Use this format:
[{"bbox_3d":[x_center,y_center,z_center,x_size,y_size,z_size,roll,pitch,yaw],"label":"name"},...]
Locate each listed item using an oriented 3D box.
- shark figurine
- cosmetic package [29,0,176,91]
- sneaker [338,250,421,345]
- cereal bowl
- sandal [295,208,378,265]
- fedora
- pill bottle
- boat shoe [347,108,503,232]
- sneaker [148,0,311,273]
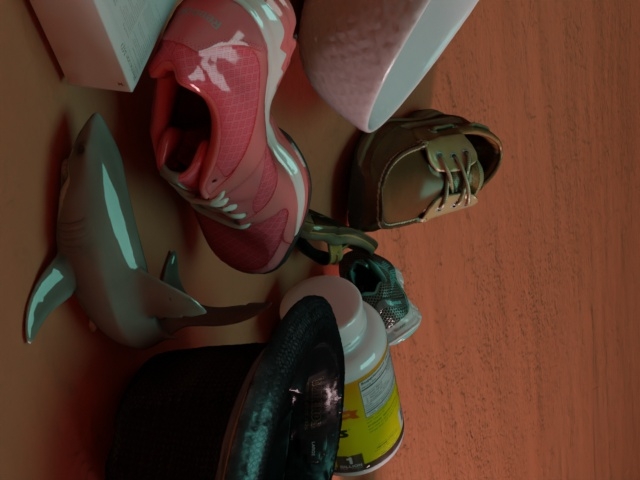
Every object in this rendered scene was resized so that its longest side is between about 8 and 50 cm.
[{"bbox_3d":[-0.129,0.044,1.322,0.278,0.116,0.166,59,45,-57],"label":"shark figurine"},{"bbox_3d":[-0.172,-0.220,1.169,0.239,0.060,0.099,72,30,-50],"label":"cosmetic package"},{"bbox_3d":[0.053,0.041,1.792,0.065,0.166,0.076,-38,121,-1],"label":"sneaker"},{"bbox_3d":[0.083,-0.277,1.630,0.339,0.141,0.339,-55,173,-9],"label":"cereal bowl"},{"bbox_3d":[0.000,0.000,1.710,0.049,0.072,0.180,-67,159,5],"label":"sandal"},{"bbox_3d":[-0.087,0.183,1.412,0.334,0.152,0.334,11,90,-77],"label":"fedora"},{"bbox_3d":[0.017,0.137,1.730,0.215,0.117,0.117,77,29,-44],"label":"pill bottle"},{"bbox_3d":[0.127,-0.085,1.928,0.324,0.119,0.123,-38,132,-62],"label":"boat shoe"},{"bbox_3d":[-0.092,-0.072,1.371,0.136,0.116,0.314,-53,152,-37],"label":"sneaker"}]
